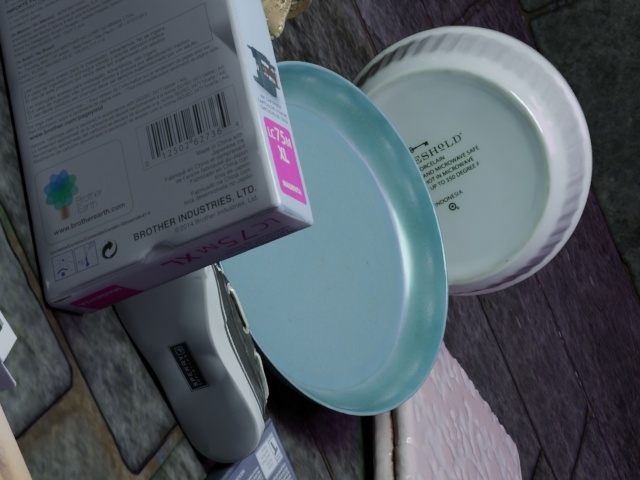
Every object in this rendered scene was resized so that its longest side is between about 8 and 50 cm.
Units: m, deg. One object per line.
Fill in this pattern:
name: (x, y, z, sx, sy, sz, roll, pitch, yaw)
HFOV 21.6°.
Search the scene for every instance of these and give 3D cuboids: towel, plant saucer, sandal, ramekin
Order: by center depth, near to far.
plant saucer: (0.000, 0.000, 1.468, 0.317, 0.044, 0.317, 23, 59, -45)
sandal: (-0.051, -0.226, 1.597, 0.079, 0.088, 0.240, 67, 14, 11)
ramekin: (0.128, -0.070, 1.639, 0.127, 0.273, 0.273, -39, 108, -74)
towel: (0.132, 0.252, 1.672, 0.332, 0.053, 0.317, 53, 24, -40)

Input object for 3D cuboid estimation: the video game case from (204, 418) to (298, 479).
video game case: (-0.020, 0.293, 1.269, 0.274, 0.026, 0.196, 68, 20, -9)

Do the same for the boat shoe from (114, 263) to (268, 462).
boat shoe: (-0.096, 0.056, 1.231, 0.070, 0.078, 0.219, -66, 141, -62)

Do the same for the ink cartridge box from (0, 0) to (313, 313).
ink cartridge box: (-0.126, -0.125, 1.151, 0.065, 0.186, 0.311, 20, 52, -62)

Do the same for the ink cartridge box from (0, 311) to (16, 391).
ink cartridge box: (-0.209, 0.051, 0.963, 0.083, 0.048, 0.028, 63, 21, -22)

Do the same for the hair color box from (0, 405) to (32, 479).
hair color box: (-0.227, 0.185, 0.703, 0.185, 0.110, 0.339, 68, 18, -3)
